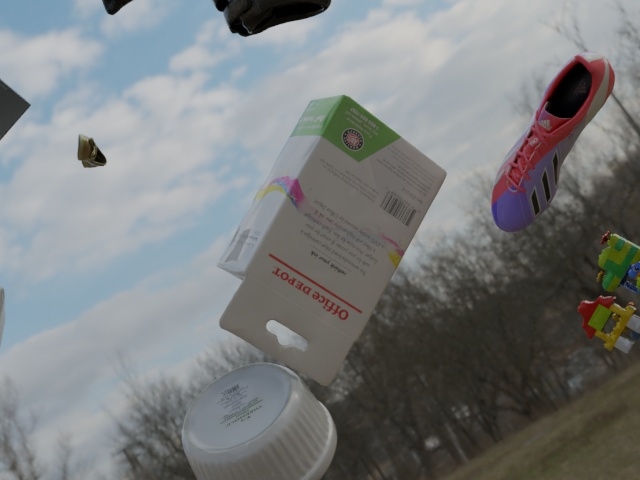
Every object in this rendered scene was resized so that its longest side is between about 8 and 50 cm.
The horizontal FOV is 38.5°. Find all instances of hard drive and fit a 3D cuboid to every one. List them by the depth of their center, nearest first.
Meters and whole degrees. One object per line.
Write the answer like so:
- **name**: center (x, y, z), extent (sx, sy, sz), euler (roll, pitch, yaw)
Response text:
- **hard drive**: center (-0.679, -0.262, 1.897), extent (0.135, 0.094, 0.022), euler (-49, 17, -1)

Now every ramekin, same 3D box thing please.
- **ramekin**: center (-0.091, 0.263, 1.255), extent (0.207, 0.109, 0.207), euler (-20, 31, 12)

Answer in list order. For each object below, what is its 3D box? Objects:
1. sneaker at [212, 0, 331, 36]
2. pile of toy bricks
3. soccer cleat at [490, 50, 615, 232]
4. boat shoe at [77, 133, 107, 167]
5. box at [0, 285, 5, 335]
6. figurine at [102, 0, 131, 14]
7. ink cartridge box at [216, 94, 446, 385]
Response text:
- **sneaker**: center (-0.117, -0.269, 0.860), extent (0.295, 0.147, 0.104), euler (-1, -2, -4)
- **pile of toy bricks**: center (0.409, 0.030, 1.195), extent (0.118, 0.105, 0.212), euler (-8, -54, -62)
- **soccer cleat**: center (0.276, -0.121, 1.134), extent (0.095, 0.083, 0.248), euler (-2, -53, -58)
- **boat shoe**: center (-0.483, -0.186, 1.935), extent (0.048, 0.056, 0.153), euler (2, -14, -6)
- **box**: center (-0.541, 0.171, 1.353), extent (0.119, 0.181, 0.182), euler (9, -24, -15)
- **figurine**: center (-0.278, -0.475, 1.457), extent (0.214, 0.210, 0.092), euler (-28, -29, 5)
- **ink cartridge box**: center (0.000, 0.000, 1.289), extent (0.354, 0.207, 0.119), euler (-60, 25, -9)
